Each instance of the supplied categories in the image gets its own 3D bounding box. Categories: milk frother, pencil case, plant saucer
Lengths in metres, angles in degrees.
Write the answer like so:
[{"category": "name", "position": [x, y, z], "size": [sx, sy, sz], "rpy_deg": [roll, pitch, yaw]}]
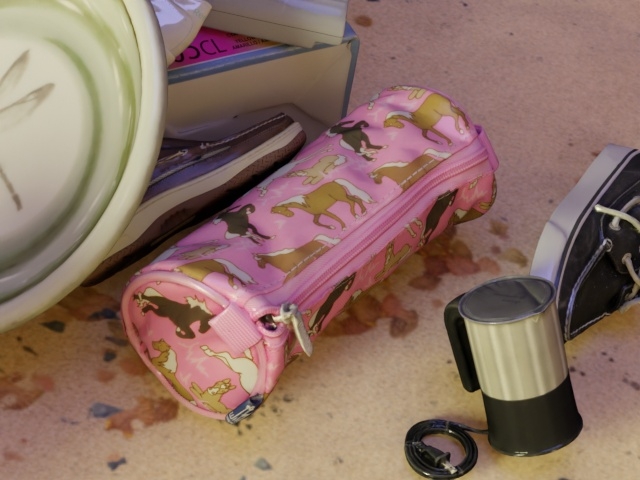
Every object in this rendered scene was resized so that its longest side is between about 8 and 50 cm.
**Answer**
[{"category": "milk frother", "position": [0.137, 0.119, 1.555], "size": [0.129, 0.135, 0.143], "rpy_deg": [5, 30, 38]}, {"category": "pencil case", "position": [0.000, 0.000, 1.628], "size": [0.167, 0.160, 0.386], "rpy_deg": [32, 46, 20]}, {"category": "plant saucer", "position": [-0.299, -0.093, 1.598], "size": [0.400, 0.100, 0.401], "rpy_deg": [-7, 72, 20]}]

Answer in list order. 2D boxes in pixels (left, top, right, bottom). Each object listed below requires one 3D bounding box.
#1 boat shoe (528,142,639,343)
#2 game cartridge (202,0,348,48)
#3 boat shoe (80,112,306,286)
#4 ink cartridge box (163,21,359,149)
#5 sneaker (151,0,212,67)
[{"category": "boat shoe", "position": [0.274, 0.014, 1.716], "size": [0.105, 0.113, 0.306], "rpy_deg": [14, 32, 21]}, {"category": "game cartridge", "position": [-0.063, -0.303, 1.790], "size": [0.196, 0.060, 0.294], "rpy_deg": [8, 42, -3]}, {"category": "boat shoe", "position": [-0.132, -0.062, 1.661], "size": [0.257, 0.095, 0.095], "rpy_deg": [-32, 84, -25]}, {"category": "ink cartridge box", "position": [-0.178, -0.245, 1.845], "size": [0.270, 0.151, 0.395], "rpy_deg": [-16, 49, -28]}, {"category": "sneaker", "position": [-0.183, -0.244, 1.660], "size": [0.094, 0.080, 0.212], "rpy_deg": [-46, 71, -1]}]
